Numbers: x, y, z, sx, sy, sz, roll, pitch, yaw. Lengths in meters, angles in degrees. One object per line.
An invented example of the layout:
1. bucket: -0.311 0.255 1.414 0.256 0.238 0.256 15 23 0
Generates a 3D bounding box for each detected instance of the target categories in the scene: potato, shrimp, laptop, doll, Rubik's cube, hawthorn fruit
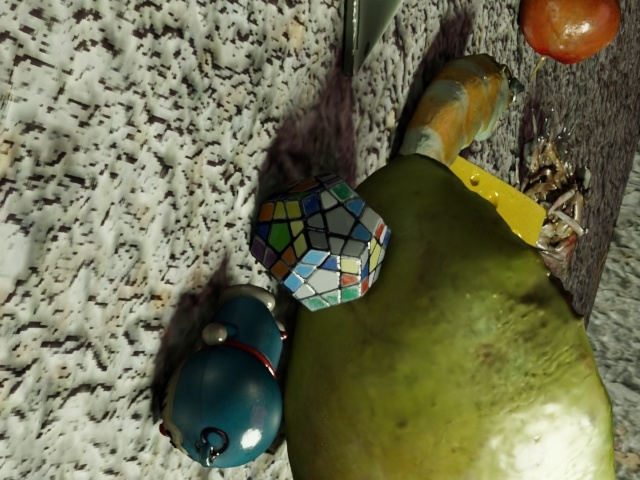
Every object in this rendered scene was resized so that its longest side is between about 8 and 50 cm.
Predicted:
1. potato: 0.061 0.096 1.429 0.213 0.330 0.280 -30 124 -22
2. shrimp: 0.123 -0.070 1.723 0.185 0.068 0.287 31 74 -67
3. laptop: 0.062 -0.289 1.403 0.187 0.015 0.269 -59 158 -45
4. doll: -0.065 0.103 1.227 0.152 0.085 0.114 -75 154 -43
5. Rubik's cube: 0.000 0.000 1.324 0.111 0.111 0.093 -67 -173 -25
6. shrimp: 0.311 -0.054 2.333 0.343 0.116 0.145 89 8 -47
7. hawthorn fruit: 0.298 -0.274 2.079 0.140 0.125 0.125 -44 -173 39

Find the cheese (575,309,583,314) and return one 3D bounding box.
1. cheese: 0.246 0.216 2.297 0.292 0.153 0.332 -56 158 -50

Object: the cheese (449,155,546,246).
1. cheese: 0.156 -0.033 1.900 0.171 0.126 0.093 36 67 -52
